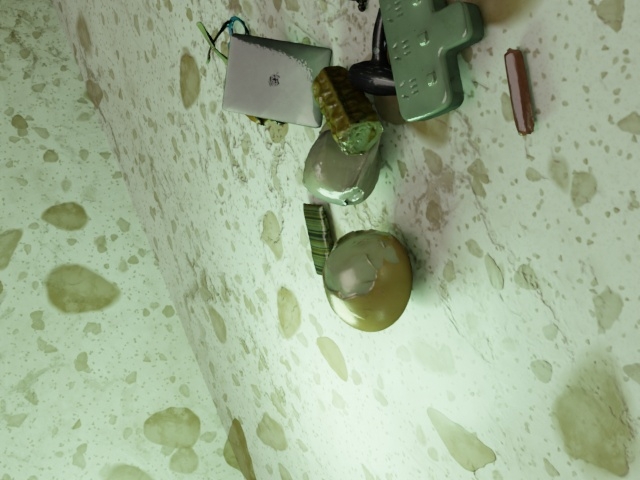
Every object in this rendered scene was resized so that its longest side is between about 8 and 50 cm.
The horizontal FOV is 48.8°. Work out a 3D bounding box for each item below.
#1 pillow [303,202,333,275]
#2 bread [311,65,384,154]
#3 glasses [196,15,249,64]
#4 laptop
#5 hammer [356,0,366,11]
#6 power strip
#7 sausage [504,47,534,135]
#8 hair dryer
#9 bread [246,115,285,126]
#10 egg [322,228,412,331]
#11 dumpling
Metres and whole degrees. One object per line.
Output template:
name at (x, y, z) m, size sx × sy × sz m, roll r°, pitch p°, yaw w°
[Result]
pillow at (0.000, 0.000, 1.862) m, size 0.113 × 0.038 × 0.204 m, roll 11°, pitch 114°, yaw 61°
bread at (0.050, -0.288, 1.505) m, size 0.098 × 0.087 × 0.269 m, roll -48°, pitch 39°, yaw 24°
glasses at (-0.231, -0.508, 1.868) m, size 0.102 × 0.207 × 0.239 m, roll -37°, pitch 72°, yaw 21°
laptop at (-0.107, -0.382, 1.680) m, size 0.269 × 0.015 × 0.188 m, roll 14°, pitch 107°, yaw 19°
hammer at (0.045, -0.534, 1.515) m, size 0.178 × 0.021 × 0.065 m, roll 35°, pitch 134°, yaw 50°
power strip at (0.203, -0.363, 1.270) m, size 0.193 × 0.059 × 0.265 m, roll -14°, pitch 86°, yaw 50°
sausage at (0.330, -0.247, 1.173) m, size 0.030 × 0.035 × 0.147 m, roll 6°, pitch 109°, yaw 62°
hair dryer at (0.141, -0.394, 1.399) m, size 0.195 × 0.075 × 0.219 m, roll 22°, pitch 117°, yaw 42°
bread at (-0.126, -0.376, 1.773) m, size 0.160 × 0.140 × 0.169 m, roll 64°, pitch 149°, yaw 25°
egg at (0.108, 0.096, 1.574) m, size 0.201 × 0.201 × 0.245 m, roll 33°, pitch 145°, yaw 48°
dumpling at (0.039, -0.195, 1.584) m, size 0.243 × 0.175 × 0.227 m, roll 14°, pitch 90°, yaw 28°
